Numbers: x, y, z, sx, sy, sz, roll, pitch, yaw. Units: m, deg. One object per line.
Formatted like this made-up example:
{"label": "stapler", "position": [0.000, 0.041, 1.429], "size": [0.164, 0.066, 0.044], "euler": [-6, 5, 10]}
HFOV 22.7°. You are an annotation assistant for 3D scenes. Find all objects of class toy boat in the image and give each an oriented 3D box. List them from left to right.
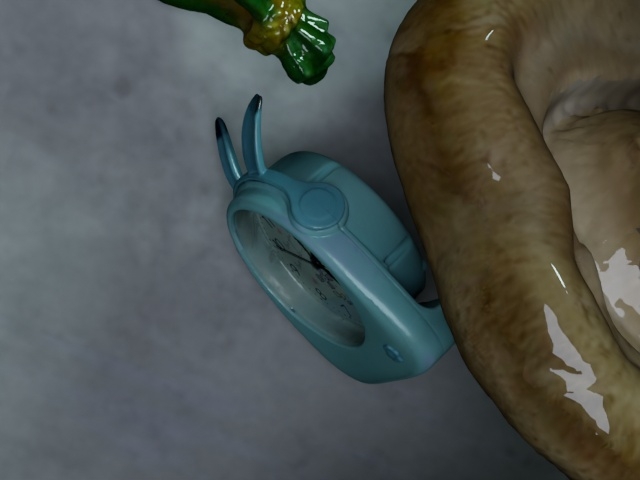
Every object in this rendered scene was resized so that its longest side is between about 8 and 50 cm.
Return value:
{"label": "toy boat", "position": [-0.103, -0.122, 0.707], "size": [0.230, 0.089, 0.088], "euler": [5, 86, -10]}

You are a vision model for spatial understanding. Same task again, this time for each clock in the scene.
{"label": "clock", "position": [-0.001, 0.001, 0.738], "size": [0.045, 0.108, 0.147], "euler": [-43, 97, -21]}

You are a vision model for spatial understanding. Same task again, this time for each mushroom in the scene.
{"label": "mushroom", "position": [0.142, -0.005, 0.696], "size": [0.278, 0.146, 0.278], "euler": [14, 61, -27]}
